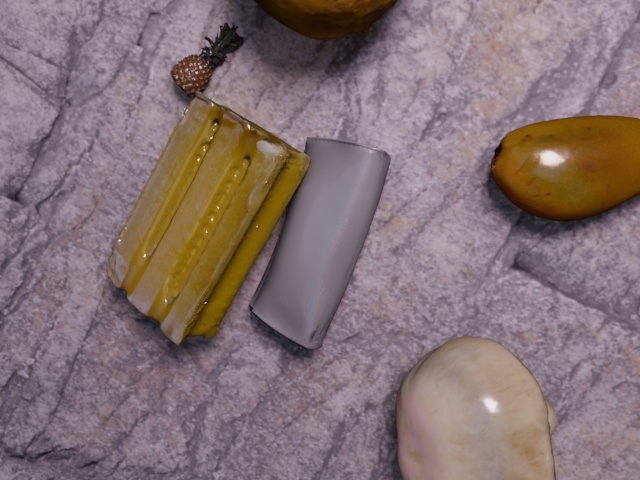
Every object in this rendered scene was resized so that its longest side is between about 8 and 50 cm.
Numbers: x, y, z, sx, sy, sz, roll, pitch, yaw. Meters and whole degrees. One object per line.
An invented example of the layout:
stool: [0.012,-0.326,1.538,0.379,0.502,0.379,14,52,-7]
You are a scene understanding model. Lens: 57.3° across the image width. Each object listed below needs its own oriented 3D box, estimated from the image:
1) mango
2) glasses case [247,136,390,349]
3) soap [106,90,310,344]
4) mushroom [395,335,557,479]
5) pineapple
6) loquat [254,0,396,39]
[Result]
mango: [0.357,-0.097,0.786,0.254,0.113,0.138,-5,92,2]
glasses case: [-0.002,-0.001,0.863,0.128,0.083,0.307,22,100,11]
soap: [-0.168,-0.031,0.848,0.199,0.091,0.314,34,101,30]
mushroom: [0.229,0.263,0.799,0.235,0.253,0.260,-4,136,-25]
pineapple: [-0.162,-0.269,0.868,0.124,0.058,0.058,-39,90,6]
loquat: [-0.001,-0.395,0.717,0.276,0.276,0.283,-37,101,11]
